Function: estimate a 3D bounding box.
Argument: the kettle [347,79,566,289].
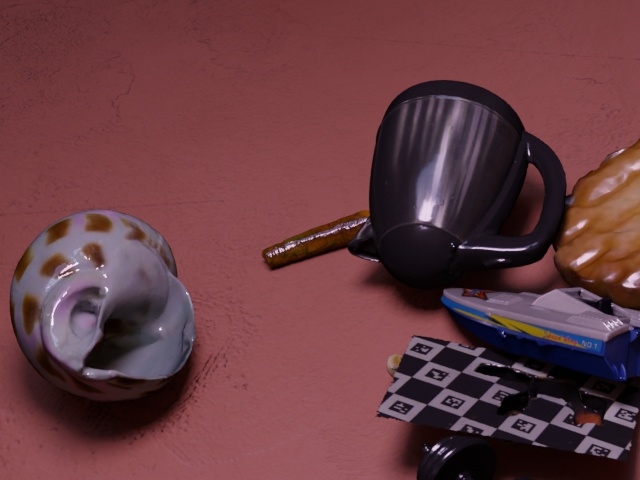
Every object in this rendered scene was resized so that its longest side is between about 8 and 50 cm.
[{"bbox_3d":[0.171,-0.042,1.705,0.251,0.207,0.271,23,49,-3],"label":"kettle"}]

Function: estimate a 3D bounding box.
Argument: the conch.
[{"bbox_3d":[-0.276,0.080,1.696,0.249,0.197,0.368,30,41,-4],"label":"conch"}]

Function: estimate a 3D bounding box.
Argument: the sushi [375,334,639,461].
[{"bbox_3d":[0.218,0.191,1.477,0.280,0.043,0.192,8,26,15],"label":"sushi"}]

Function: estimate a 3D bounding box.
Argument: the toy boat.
[{"bbox_3d":[0.255,0.092,1.546,0.129,0.088,0.295,-2,11,-43],"label":"toy boat"}]

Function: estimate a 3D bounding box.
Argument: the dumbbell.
[{"bbox_3d":[0.172,0.271,1.366,0.099,0.099,0.208,-31,39,-19],"label":"dumbbell"}]

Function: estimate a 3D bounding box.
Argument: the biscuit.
[{"bbox_3d":[0.445,-0.021,1.601,0.326,0.107,0.325,-21,34,15],"label":"biscuit"}]

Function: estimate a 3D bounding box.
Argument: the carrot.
[{"bbox_3d":[0.000,0.000,1.819,0.171,0.042,0.042,-20,37,-2],"label":"carrot"}]

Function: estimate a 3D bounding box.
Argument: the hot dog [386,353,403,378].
[{"bbox_3d":[0.122,0.164,1.568,0.090,0.034,0.030,10,38,-1],"label":"hot dog"}]
